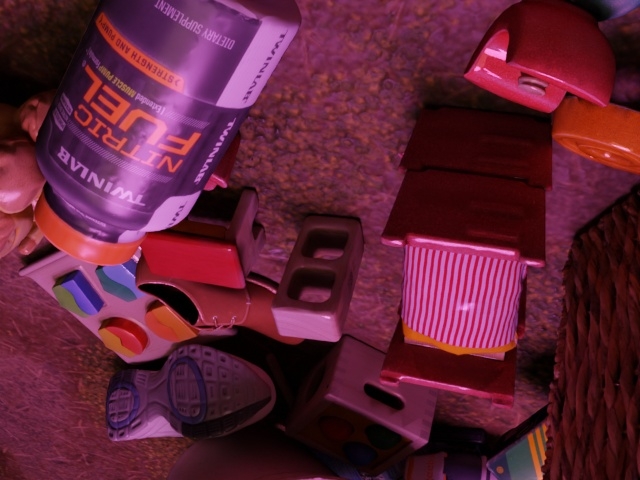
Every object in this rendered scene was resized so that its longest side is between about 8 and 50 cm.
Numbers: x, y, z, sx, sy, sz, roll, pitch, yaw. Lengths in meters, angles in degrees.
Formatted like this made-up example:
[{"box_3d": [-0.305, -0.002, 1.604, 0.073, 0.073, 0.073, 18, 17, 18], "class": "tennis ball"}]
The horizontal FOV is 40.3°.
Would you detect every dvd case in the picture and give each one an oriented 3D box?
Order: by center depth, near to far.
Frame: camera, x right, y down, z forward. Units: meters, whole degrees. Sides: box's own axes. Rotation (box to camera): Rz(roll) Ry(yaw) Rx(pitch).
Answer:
[{"box_3d": [0.108, 0.297, 1.155, 0.253, 0.022, 0.180, -1, 136, 23], "class": "dvd case"}]

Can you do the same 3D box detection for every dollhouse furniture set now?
[{"box_3d": [0.000, 0.000, 0.751, 0.374, 0.152, 0.201, 8, 139, 14], "class": "dollhouse furniture set"}]

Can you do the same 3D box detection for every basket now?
[{"box_3d": [0.316, 0.105, 0.633, 0.223, 0.299, 0.213, 30, 138, -10], "class": "basket"}]

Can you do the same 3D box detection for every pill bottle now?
[{"box_3d": [-0.127, -0.096, 0.647, 0.130, 0.130, 0.246, 29, 117, -11], "class": "pill bottle"}]

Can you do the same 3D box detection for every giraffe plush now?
[{"box_3d": [-0.302, -0.096, 0.785, 0.170, 0.181, 0.210, 36, 174, -4], "class": "giraffe plush"}]

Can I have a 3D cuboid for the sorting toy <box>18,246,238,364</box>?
[{"box_3d": [-0.229, 0.077, 1.022, 0.193, 0.038, 0.208, -21, 127, 38], "class": "sorting toy"}]

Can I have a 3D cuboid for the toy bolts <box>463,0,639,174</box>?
[{"box_3d": [0.211, -0.142, 0.560, 0.228, 0.158, 0.218, 21, -178, -17], "class": "toy bolts"}]

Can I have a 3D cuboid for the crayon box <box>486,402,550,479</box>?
[{"box_3d": [0.339, 0.269, 0.819, 0.202, 0.081, 0.318, -44, 80, 23], "class": "crayon box"}]

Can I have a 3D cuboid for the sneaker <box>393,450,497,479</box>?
[{"box_3d": [0.138, 0.375, 1.119, 0.127, 0.126, 0.321, 11, 129, 3], "class": "sneaker"}]

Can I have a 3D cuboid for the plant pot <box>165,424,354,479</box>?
[{"box_3d": [-0.064, 0.372, 1.013, 0.334, 0.334, 0.305, 35, 178, -18], "class": "plant pot"}]

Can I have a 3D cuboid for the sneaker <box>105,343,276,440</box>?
[{"box_3d": [-0.148, 0.193, 1.080, 0.129, 0.111, 0.297, 12, 162, -41], "class": "sneaker"}]

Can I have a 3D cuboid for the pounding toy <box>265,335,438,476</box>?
[{"box_3d": [0.006, 0.207, 1.034, 0.181, 0.094, 0.206, 27, 140, -10], "class": "pounding toy"}]

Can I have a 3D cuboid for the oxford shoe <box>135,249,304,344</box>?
[{"box_3d": [-0.105, 0.072, 0.937, 0.212, 0.076, 0.076, 26, 138, -18], "class": "oxford shoe"}]
